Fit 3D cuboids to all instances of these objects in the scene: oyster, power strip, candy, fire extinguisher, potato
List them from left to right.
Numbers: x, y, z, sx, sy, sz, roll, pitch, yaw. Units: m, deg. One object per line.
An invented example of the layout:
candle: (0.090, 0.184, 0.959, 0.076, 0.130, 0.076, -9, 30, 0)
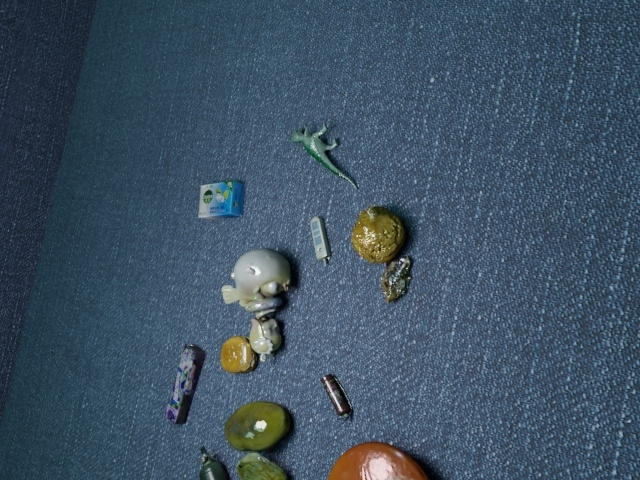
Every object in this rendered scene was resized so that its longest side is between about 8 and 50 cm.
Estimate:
candy: (-0.548, 0.578, 2.108, 0.088, 0.061, 0.313, 15, 90, 40)
fire extinguisher: (-0.366, 0.898, 1.879, 0.095, 0.114, 0.311, -24, 58, -14)
potato: (-0.218, 0.644, 1.803, 0.248, 0.143, 0.169, -20, 59, 22)
power strip: (0.000, 0.000, 1.840, 0.047, 0.030, 0.191, -24, 66, 31)
fire extinguisher: (0.055, 0.510, 1.687, 0.064, 0.043, 0.158, -22, 60, -15)
oyster: (0.229, 0.122, 1.632, 0.103, 0.051, 0.148, -4, 78, 37)

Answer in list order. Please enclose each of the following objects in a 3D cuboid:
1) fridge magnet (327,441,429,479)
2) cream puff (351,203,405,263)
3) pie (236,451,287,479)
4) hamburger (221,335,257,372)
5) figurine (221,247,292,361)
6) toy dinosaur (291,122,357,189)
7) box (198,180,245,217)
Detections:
fridge magnet: (0.173, 0.758, 1.476, 0.363, 0.155, 0.364, -8, 75, 35)
cream puff: (0.176, -0.023, 1.649, 0.189, 0.129, 0.189, -10, 73, 35)
pie: (-0.196, 0.790, 1.763, 0.186, 0.041, 0.187, 9, 117, 18)
hamburger: (-0.304, 0.424, 1.947, 0.147, 0.083, 0.138, -11, 70, 31)
figurine: (-0.226, 0.231, 1.873, 0.274, 0.226, 0.395, -7, 90, 22)
toy dinosaur: (0.024, -0.336, 1.868, 0.383, 0.076, 0.129, 44, 114, 38)
box: (-0.407, -0.163, 2.149, 0.194, 0.073, 0.139, -4, 78, 36)
